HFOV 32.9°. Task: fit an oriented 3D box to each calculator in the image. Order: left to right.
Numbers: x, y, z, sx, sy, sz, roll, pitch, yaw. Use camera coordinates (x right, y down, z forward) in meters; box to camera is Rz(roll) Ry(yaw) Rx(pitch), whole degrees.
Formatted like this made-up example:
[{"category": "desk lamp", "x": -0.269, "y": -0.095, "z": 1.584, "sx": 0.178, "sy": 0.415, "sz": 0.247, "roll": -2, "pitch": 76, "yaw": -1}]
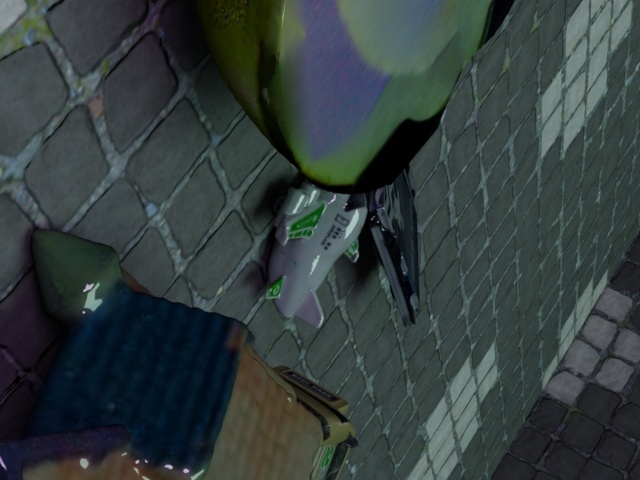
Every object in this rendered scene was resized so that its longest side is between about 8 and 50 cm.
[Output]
[{"category": "calculator", "x": 0.089, "y": -0.026, "z": 1.251, "sx": 0.274, "sy": 0.028, "sz": 0.165, "roll": 67, "pitch": 23, "yaw": -57}]

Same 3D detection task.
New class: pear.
[{"category": "pear", "x": 0.021, "y": -0.249, "z": 0.814, "sx": 0.399, "sy": 0.165, "sz": 0.399, "roll": -44, "pitch": 149, "yaw": -36}]

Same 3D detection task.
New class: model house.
[{"category": "model house", "x": -0.181, "y": 0.172, "z": 0.783, "sx": 0.280, "sy": 0.245, "sz": 0.312, "roll": 46, "pitch": 40, "yaw": -31}]

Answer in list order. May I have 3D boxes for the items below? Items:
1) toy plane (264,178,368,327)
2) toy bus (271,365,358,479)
[{"category": "toy plane", "x": -0.002, "y": -0.002, "z": 1.106, "sx": 0.174, "sy": 0.080, "sz": 0.174, "roll": -42, "pitch": 145, "yaw": -39}, {"category": "toy bus", "x": -0.106, "y": 0.293, "z": 1.082, "sx": 0.202, "sy": 0.177, "sz": 0.365, "roll": -4, "pitch": 120, "yaw": -65}]
